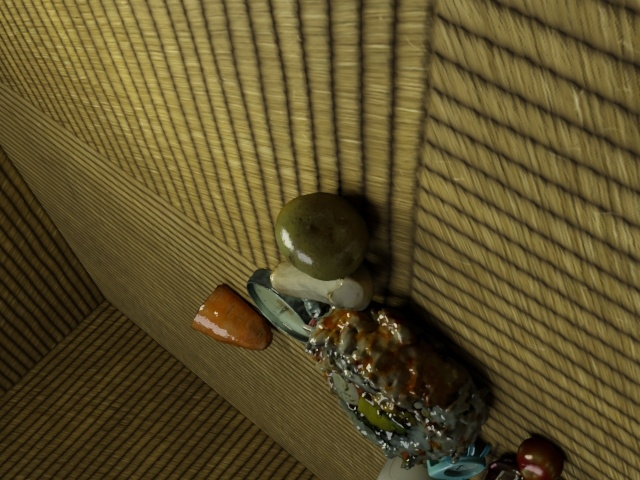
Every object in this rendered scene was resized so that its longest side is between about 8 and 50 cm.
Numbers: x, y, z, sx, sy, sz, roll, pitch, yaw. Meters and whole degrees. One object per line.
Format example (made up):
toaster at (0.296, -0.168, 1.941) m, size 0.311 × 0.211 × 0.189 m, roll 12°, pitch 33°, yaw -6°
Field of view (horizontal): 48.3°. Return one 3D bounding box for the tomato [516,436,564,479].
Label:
tomato at (0.406, 0.412, 1.323) m, size 0.087 × 0.075 × 0.087 m, roll 34°, pitch 152°, yaw 21°

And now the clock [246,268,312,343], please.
clock at (-0.091, 0.164, 1.763) m, size 0.226 × 0.049 × 0.226 m, roll 35°, pitch 155°, yaw 19°

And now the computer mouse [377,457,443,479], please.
computer mouse at (0.235, 0.565, 1.738) m, size 0.184 × 0.297 × 0.121 m, roll 23°, pitch 110°, yaw 17°

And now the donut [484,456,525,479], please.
donut at (0.450, 0.564, 1.485) m, size 0.269 × 0.103 × 0.270 m, roll 35°, pitch 157°, yaw 17°

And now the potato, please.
potato at (0.000, 0.000, 1.184) m, size 0.157 × 0.157 × 0.194 m, roll 42°, pitch 164°, yaw 4°

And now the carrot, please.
carrot at (-0.237, 0.238, 2.046) m, size 0.225 × 0.159 × 0.159 m, roll 29°, pitch 156°, yaw 7°

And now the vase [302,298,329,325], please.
vase at (0.012, 0.176, 1.591) m, size 0.060 × 0.060 × 0.211 m, roll 7°, pitch 138°, yaw 56°

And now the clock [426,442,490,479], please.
clock at (0.311, 0.481, 1.560) m, size 0.108 × 0.045 × 0.147 m, roll 14°, pitch 139°, yaw -26°

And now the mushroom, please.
mushroom at (0.008, 0.080, 1.342) m, size 0.351 × 0.122 × 0.095 m, roll -178°, pitch 77°, yaw -68°

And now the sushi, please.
sushi at (0.138, 0.287, 1.411) m, size 0.417 × 0.176 × 0.417 m, roll 35°, pitch 154°, yaw 20°

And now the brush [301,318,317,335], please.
brush at (0.037, 0.278, 1.760) m, size 0.060 × 0.050 × 0.321 m, roll 25°, pitch 159°, yaw 33°
